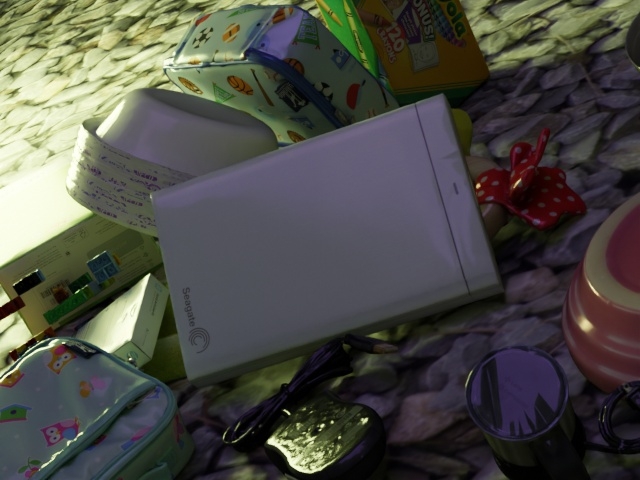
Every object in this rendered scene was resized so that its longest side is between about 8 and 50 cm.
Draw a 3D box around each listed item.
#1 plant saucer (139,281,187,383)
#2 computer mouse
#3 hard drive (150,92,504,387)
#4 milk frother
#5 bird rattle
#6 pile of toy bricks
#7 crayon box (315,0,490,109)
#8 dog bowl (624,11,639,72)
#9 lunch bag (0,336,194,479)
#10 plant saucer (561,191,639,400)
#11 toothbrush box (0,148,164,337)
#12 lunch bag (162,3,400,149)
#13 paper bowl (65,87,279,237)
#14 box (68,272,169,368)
[{"bbox_3d":[-0.134,0.086,1.722,0.188,0.045,0.188,-17,28,19],"label":"plant saucer"},{"bbox_3d":[0.025,0.173,1.415,0.184,0.060,0.262,-41,18,-18],"label":"computer mouse"},{"bbox_3d":[0.000,0.000,1.580,0.353,0.047,0.233,-18,67,11],"label":"hard drive"},{"bbox_3d":[0.210,0.140,1.204,0.129,0.134,0.143,38,80,28],"label":"milk frother"},{"bbox_3d":[0.165,-0.040,1.650,0.207,0.143,0.253,-46,44,-11],"label":"bird rattle"},{"bbox_3d":[-0.308,0.074,1.836,0.212,0.118,0.105,-30,3,16],"label":"pile of toy bricks"},{"bbox_3d":[0.103,-0.294,1.927,0.165,0.278,0.081,-42,29,-27],"label":"crayon box"},{"bbox_3d":[0.531,-0.235,1.639,0.349,0.102,0.348,-21,26,11],"label":"dog bowl"},{"bbox_3d":[-0.277,0.230,1.488,0.224,0.108,0.279,21,53,38],"label":"lunch bag"},{"bbox_3d":[0.378,0.020,1.341,0.332,0.084,0.332,-21,26,11],"label":"plant saucer"},{"bbox_3d":[-0.359,-0.008,2.006,0.206,0.122,0.283,-31,28,-9],"label":"toothbrush box"},{"bbox_3d":[-0.048,-0.194,1.888,0.303,0.243,0.115,11,62,51],"label":"lunch bag"},{"bbox_3d":[-0.165,-0.097,1.804,0.284,0.148,0.284,17,12,-4],"label":"paper bowl"},{"bbox_3d":[-0.264,0.136,1.697,0.186,0.038,0.145,-38,22,22],"label":"box"}]
